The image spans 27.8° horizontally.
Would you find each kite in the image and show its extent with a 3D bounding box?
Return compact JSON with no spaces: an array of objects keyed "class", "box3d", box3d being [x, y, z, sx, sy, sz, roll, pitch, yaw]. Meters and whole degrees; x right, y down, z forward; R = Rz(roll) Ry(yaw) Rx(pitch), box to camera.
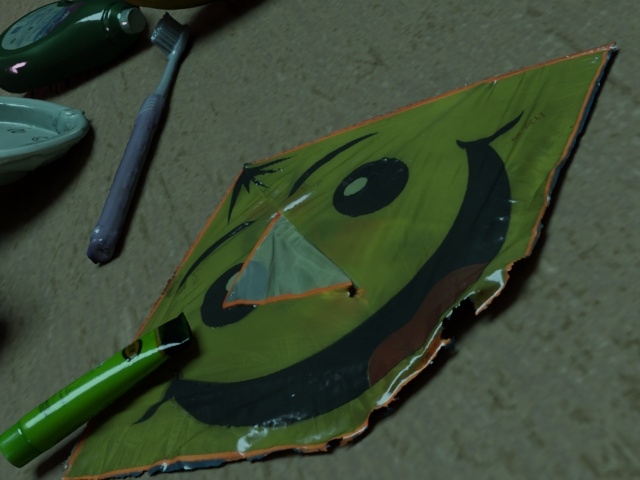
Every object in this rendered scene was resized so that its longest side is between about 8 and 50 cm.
[{"class":"kite","box3d":[0.001,0.002,0.713,0.377,0.013,0.327,-40,25,-3]}]

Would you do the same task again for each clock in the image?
[{"class":"clock","box3d":[-0.314,-0.078,1.100,0.236,0.053,0.236,2,19,-1]}]

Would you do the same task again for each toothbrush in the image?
[{"class":"toothbrush","box3d":[-0.142,-0.095,1.020,0.024,0.029,0.354,-42,22,28]}]

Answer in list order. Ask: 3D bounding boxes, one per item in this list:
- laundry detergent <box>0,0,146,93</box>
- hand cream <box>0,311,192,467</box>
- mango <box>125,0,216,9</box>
[{"class":"laundry detergent","box3d":[-0.236,-0.208,1.279,0.211,0.063,0.137,-6,34,46]},{"class":"hand cream","box3d":[-0.121,0.082,0.707,0.122,0.023,0.036,-35,22,3]},{"class":"mango","box3d":[-0.072,-0.280,1.134,0.253,0.113,0.138,-21,6,6]}]
